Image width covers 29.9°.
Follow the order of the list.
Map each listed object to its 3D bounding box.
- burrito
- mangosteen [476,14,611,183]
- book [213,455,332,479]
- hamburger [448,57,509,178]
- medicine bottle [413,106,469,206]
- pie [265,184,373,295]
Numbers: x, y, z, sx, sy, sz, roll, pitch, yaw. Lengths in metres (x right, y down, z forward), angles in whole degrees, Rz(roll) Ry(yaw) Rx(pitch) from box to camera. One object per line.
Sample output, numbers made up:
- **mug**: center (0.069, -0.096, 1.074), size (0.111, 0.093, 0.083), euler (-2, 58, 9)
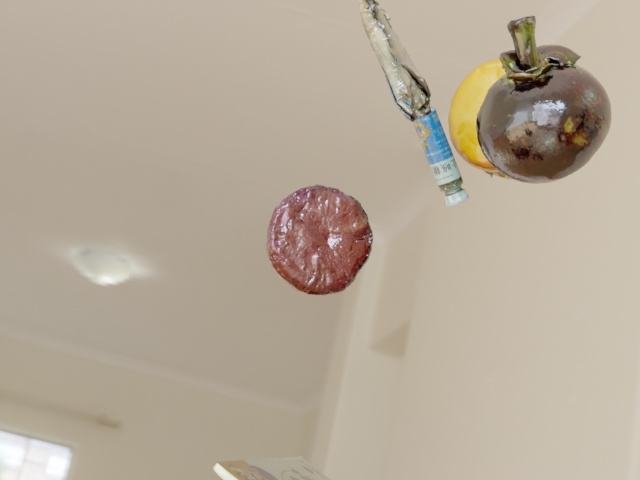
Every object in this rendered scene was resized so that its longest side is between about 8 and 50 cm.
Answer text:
- **burrito**: center (0.088, -0.215, 1.427), size (0.042, 0.171, 0.051), euler (-36, -26, 24)
- **mangosteen**: center (0.364, -0.240, 2.048), size (0.231, 0.231, 0.289), euler (-9, -61, 43)
- **book**: center (-0.018, 0.392, 1.795), size (0.208, 0.020, 0.295), euler (34, 7, 23)
- **hamburger**: center (0.378, -0.233, 2.328), size (0.246, 0.246, 0.170), euler (-4, -11, 36)
- **medicine bottle**: center (0.228, -0.160, 2.281), size (0.051, 0.191, 0.051), euler (-23, 8, 3)
- **pie**: center (0.000, 0.000, 1.573), size (0.154, 0.154, 0.036), euler (19, -13, -18)
